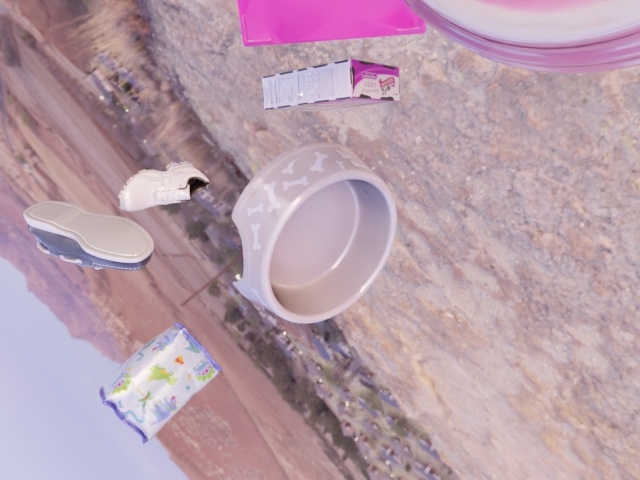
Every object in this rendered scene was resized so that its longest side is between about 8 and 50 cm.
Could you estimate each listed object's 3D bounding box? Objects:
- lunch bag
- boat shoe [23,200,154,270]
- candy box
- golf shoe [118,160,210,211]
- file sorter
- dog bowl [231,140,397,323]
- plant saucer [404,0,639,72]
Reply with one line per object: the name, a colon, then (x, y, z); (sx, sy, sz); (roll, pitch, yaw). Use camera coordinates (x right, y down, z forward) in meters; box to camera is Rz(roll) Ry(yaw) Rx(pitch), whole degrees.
lunch bag: (-0.217, 0.178, 0.657); (0.096, 0.129, 0.151); (55, 156, -16)
boat shoe: (-0.447, 0.004, 0.974); (0.302, 0.114, 0.091); (21, 129, 24)
candy box: (0.018, -0.302, 0.987); (0.233, 0.159, 0.071); (7, 104, 41)
golf shoe: (-0.284, -0.096, 0.918); (0.086, 0.176, 0.069); (25, 131, 27)
file sorter: (0.019, -0.447, 0.808); (0.290, 0.182, 0.202); (-2, 119, 6)
dog bowl: (0.000, 0.000, 0.920); (0.102, 0.348, 0.349); (37, 157, 43)
plant saucer: (0.130, -0.236, 0.244); (0.332, 0.084, 0.332); (27, 143, 22)
